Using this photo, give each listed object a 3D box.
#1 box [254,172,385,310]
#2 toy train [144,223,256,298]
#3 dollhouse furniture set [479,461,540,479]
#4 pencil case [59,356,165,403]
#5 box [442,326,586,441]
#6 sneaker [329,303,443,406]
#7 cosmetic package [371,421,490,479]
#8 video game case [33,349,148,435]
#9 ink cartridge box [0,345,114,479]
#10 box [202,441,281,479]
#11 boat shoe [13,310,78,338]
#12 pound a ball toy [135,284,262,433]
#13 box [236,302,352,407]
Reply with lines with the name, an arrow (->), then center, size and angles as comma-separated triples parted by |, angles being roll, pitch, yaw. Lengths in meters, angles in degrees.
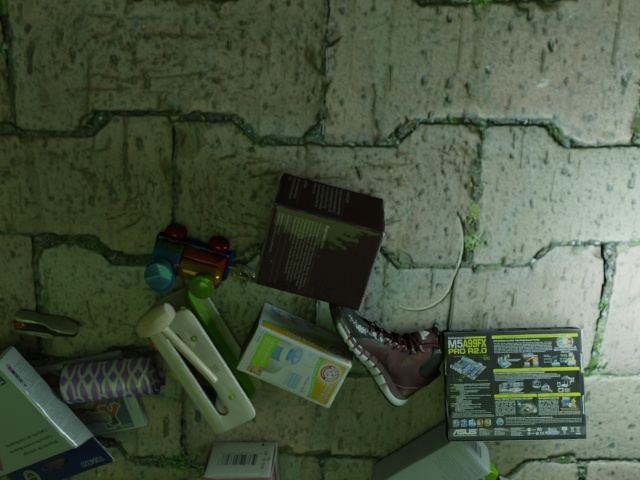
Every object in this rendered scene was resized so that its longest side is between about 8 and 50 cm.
box -> 0.000, 0.000, 1.640 | 0.203, 0.168, 0.167 | 15, 113, -2
toy train -> -0.207, 0.065, 1.696 | 0.247, 0.143, 0.105 | 16, 113, -2
dollhouse furniture set -> 0.427, 0.623, 1.880 | 0.301, 0.151, 0.198 | 27, 112, -7
pencil case -> -0.428, 0.287, 1.816 | 0.206, 0.086, 0.088 | -5, 147, 8
box -> 0.377, 0.281, 1.747 | 0.269, 0.060, 0.217 | -3, 88, 4
sneaker -> 0.144, 0.188, 1.756 | 0.162, 0.106, 0.281 | -31, 118, 10
cosmetic package -> 0.229, 0.479, 1.867 | 0.231, 0.085, 0.117 | -34, 107, 22
video game case -> -0.488, 0.332, 1.893 | 0.201, 0.023, 0.184 | -12, 111, 9
ink cartridge box -> -0.648, 0.403, 1.866 | 0.324, 0.071, 0.330 | -26, 108, 31
box -> -0.162, 0.562, 1.910 | 0.148, 0.127, 0.233 | -2, 112, 4
boat shoe -> -0.560, 0.179, 1.821 | 0.136, 0.049, 0.043 | 12, 116, 2
pound a ball toy -> -0.254, 0.236, 1.737 | 0.135, 0.208, 0.319 | -26, 109, 14
box -> -0.047, 0.228, 1.775 | 0.203, 0.103, 0.114 | 25, 113, -6
